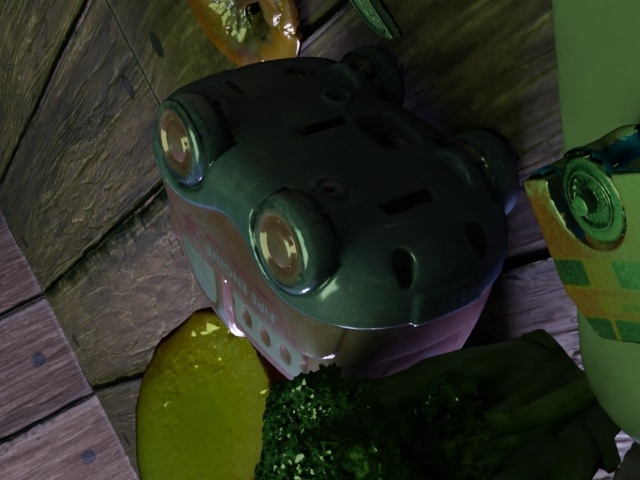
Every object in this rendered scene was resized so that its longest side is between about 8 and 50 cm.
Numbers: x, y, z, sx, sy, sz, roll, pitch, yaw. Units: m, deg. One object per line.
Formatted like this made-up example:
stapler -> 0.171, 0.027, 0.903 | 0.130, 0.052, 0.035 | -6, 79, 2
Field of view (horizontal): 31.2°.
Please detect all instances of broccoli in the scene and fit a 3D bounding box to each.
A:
broccoli -> 0.085, 0.193, 0.752 | 0.308, 0.275, 0.308 | 50, 176, 5

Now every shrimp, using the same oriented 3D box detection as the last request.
shrimp -> -0.073, -0.247, 1.007 | 0.150, 0.068, 0.249 | 32, 149, 29

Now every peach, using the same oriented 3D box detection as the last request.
peach -> -0.088, 0.211, 1.301 | 0.245, 0.248, 0.275 | 62, -177, -66

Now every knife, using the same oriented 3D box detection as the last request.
knife -> 0.002, -0.244, 0.905 | 0.210, 0.015, 0.028 | 60, 151, 6

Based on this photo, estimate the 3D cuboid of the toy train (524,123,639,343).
toy train -> 0.167, -0.005, 0.472 | 0.188, 0.072, 0.099 | 4, 116, 65

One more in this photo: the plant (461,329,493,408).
plant -> 0.093, 0.167, 1.010 | 0.129, 0.132, 0.194 | 42, 145, 45

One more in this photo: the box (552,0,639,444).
box -> 0.266, 0.000, 0.500 | 0.396, 0.111, 0.396 | 34, 143, 49

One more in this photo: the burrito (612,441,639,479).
burrito -> 0.295, 0.251, 0.710 | 0.299, 0.105, 0.143 | 30, 116, 52

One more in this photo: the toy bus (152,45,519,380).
toy bus -> 0.000, 0.000, 0.897 | 0.294, 0.197, 0.232 | 42, 140, 36
